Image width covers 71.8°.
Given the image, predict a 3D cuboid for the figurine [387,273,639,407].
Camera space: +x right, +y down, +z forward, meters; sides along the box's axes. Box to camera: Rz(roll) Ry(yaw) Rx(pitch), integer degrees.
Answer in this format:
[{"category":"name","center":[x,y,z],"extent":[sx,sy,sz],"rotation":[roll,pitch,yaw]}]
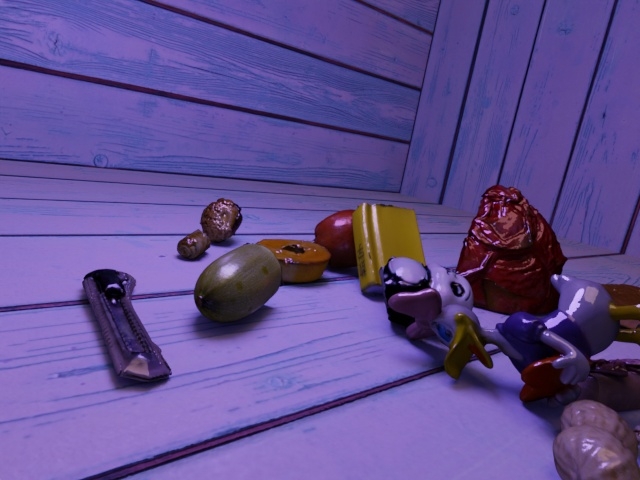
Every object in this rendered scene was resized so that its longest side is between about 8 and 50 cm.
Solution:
[{"category":"figurine","center":[0.321,0.134,0.660],"extent":[0.421,0.154,0.193],"rotation":[-11,47,20]}]

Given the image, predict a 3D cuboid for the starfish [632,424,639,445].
[{"category":"starfish","center":[0.456,0.288,0.476],"extent":[0.277,0.062,0.236],"rotation":[4,19,-42]}]

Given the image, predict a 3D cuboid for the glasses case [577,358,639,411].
[{"category":"glasses case","center":[0.476,0.217,0.722],"extent":[0.193,0.070,0.102],"rotation":[5,13,-22]}]

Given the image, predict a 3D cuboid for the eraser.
[{"category":"eraser","center":[0.163,0.021,1.046],"extent":[0.158,0.226,0.069],"rotation":[6,-30,-22]}]

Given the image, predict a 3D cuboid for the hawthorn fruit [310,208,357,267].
[{"category":"hawthorn fruit","center":[0.000,0.000,1.150],"extent":[0.285,0.165,0.165],"rotation":[-3,15,-10]}]

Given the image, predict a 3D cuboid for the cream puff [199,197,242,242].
[{"category":"cream puff","center":[-0.275,-0.053,1.208],"extent":[0.104,0.119,0.133],"rotation":[42,34,-25]}]

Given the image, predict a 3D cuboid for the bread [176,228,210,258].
[{"category":"bread","center":[-0.299,0.009,1.055],"extent":[0.066,0.060,0.110],"rotation":[-4,11,6]}]

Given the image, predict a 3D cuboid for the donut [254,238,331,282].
[{"category":"donut","center":[-0.068,0.046,1.034],"extent":[0.178,0.065,0.162],"rotation":[3,20,-15]}]

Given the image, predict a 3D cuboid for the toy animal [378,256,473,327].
[{"category":"toy animal","center":[0.204,0.101,0.864],"extent":[0.179,0.138,0.166],"rotation":[6,29,5]}]

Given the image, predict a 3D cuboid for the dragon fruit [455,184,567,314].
[{"category":"dragon fruit","center":[0.437,0.021,1.129],"extent":[0.302,0.330,0.240],"rotation":[0,-6,-29]}]

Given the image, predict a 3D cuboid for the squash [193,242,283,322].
[{"category":"squash","center":[-0.149,0.075,0.757],"extent":[0.123,0.123,0.187],"rotation":[13,13,13]}]

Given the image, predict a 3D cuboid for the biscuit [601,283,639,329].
[{"category":"biscuit","center":[0.865,0.190,1.159],"extent":[0.312,0.057,0.351],"rotation":[21,19,39]}]

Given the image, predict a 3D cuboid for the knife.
[{"category":"knife","center":[-0.299,0.107,0.672],"extent":[0.089,0.043,0.365],"rotation":[0,17,-34]}]

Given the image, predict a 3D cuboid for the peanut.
[{"category":"peanut","center":[0.314,0.237,0.505],"extent":[0.082,0.082,0.187],"rotation":[18,14,30]}]
